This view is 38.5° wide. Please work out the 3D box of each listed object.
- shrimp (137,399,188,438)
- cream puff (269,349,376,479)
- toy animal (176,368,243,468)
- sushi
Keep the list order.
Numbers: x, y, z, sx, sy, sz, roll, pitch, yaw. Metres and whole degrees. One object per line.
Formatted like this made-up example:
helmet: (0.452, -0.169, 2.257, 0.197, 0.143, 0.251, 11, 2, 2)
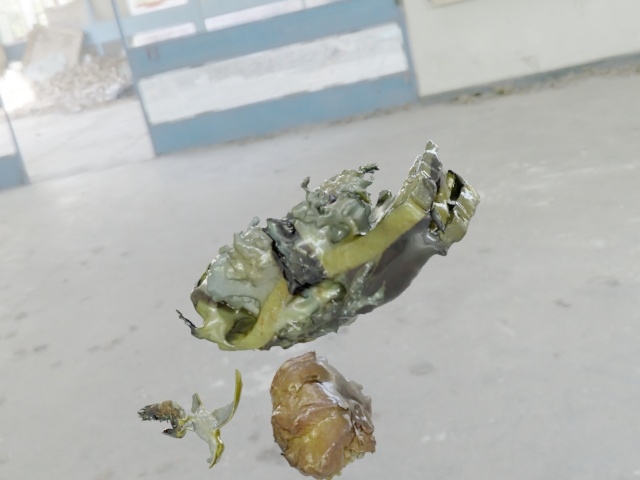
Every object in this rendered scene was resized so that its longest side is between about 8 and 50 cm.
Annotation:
shrimp: (-0.336, 0.383, 1.949, 0.161, 0.091, 0.034, -13, 9, 44)
cream puff: (0.002, 0.325, 1.658, 0.155, 0.241, 0.269, -41, 23, 12)
toy animal: (-0.214, 0.352, 1.668, 0.095, 0.219, 0.155, 19, 32, 2)
sushi: (0.004, 0.006, 0.794, 0.291, 0.131, 0.139, -34, 14, 38)
